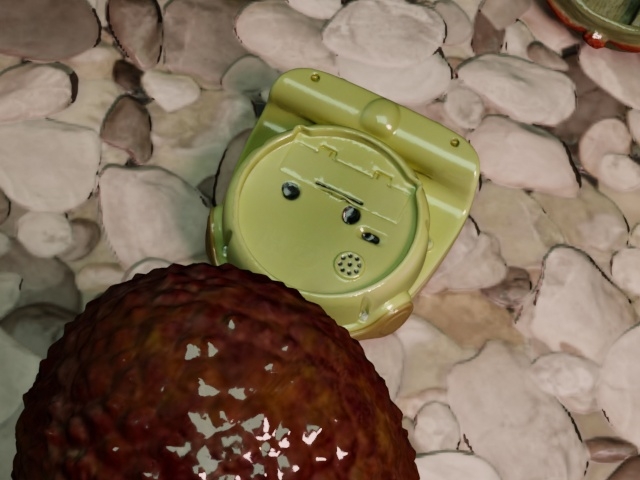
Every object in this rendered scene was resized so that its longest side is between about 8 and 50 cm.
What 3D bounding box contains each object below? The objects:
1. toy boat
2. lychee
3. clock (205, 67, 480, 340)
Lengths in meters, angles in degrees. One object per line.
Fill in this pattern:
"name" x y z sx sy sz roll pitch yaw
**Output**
"toy boat" 0.228 -0.191 1.439 0.185 0.071 0.089 28 65 8
"lychee" -0.070 0.146 1.150 0.260 0.260 0.260 2 64 -4
"clock" 0.000 0.000 1.328 0.170 0.069 0.232 25 65 7
